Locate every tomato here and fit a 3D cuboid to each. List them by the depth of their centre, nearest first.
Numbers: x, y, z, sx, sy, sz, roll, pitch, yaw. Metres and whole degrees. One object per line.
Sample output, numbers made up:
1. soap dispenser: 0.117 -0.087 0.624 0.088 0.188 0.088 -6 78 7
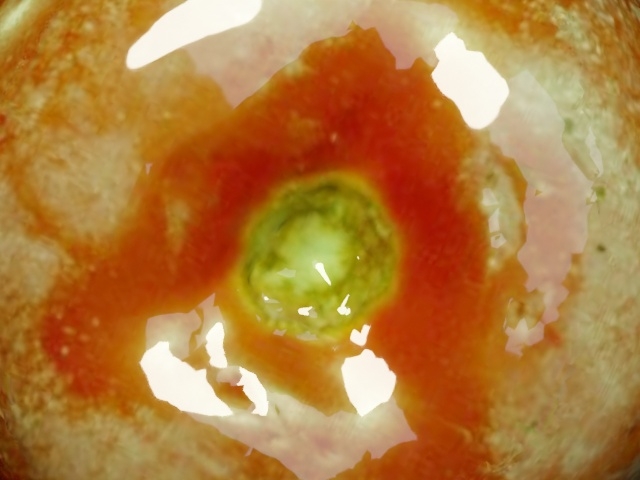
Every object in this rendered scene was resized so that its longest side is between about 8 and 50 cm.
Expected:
1. tomato: 0.000 0.000 0.679 0.270 0.222 0.270 0 96 2
